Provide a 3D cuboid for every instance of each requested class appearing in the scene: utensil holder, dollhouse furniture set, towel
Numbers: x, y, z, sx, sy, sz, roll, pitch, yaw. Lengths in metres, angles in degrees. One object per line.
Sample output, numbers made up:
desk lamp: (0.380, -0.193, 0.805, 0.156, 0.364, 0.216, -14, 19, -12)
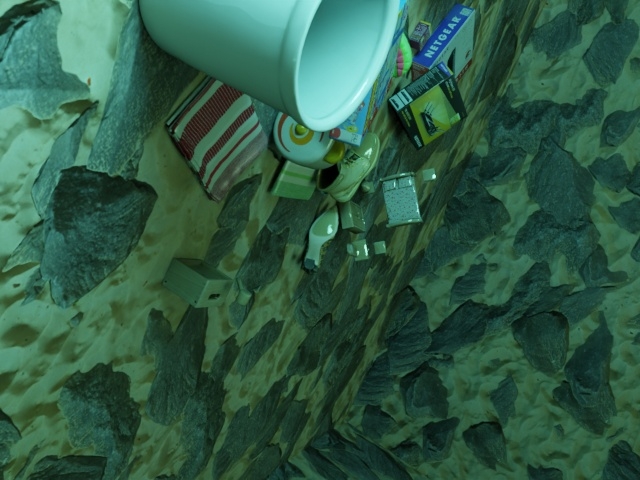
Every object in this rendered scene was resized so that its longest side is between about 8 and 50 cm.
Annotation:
utensil holder: (-0.097, -0.431, 1.190, 0.327, 0.385, 0.327, -44, 152, -32)
dollhouse furniture set: (0.266, -0.104, 2.347, 0.174, 0.356, 0.303, 20, 60, -68)
towel: (-0.240, -0.261, 1.544, 0.237, 0.037, 0.329, -54, 156, -17)
towel: (-0.030, -0.282, 1.955, 0.248, 0.038, 0.325, 2, 117, -64)

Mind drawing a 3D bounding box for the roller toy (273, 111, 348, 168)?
roller toy: (-0.026, -0.295, 1.737, 0.146, 0.191, 0.209, 3, 74, -65)

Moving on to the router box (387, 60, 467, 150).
router box: (0.413, -0.503, 2.382, 0.243, 0.081, 0.309, -35, 151, 9)

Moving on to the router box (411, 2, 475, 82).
router box: (0.480, -0.696, 2.456, 0.335, 0.082, 0.301, -53, 156, -16)

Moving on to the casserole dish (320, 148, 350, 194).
casserole dish: (0.044, -0.241, 2.150, 0.188, 0.037, 0.114, -50, 155, -21)

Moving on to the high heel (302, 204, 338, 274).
high heel: (0.000, 0.000, 2.319, 0.186, 0.093, 0.261, 89, 25, -80)

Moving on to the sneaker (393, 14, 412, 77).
sneaker: (0.149, -0.682, 1.733, 0.483, 0.185, 0.202, 78, 8, -46)

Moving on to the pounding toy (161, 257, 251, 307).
pounding toy: (-0.287, 0.137, 1.692, 0.094, 0.206, 0.181, -64, 157, 8)

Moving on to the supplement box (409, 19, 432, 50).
supplement box: (0.354, -0.723, 2.214, 0.083, 0.043, 0.055, -57, 157, -9)

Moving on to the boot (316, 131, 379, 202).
boot: (0.090, -0.259, 2.064, 0.262, 0.095, 0.203, -58, 157, 6)

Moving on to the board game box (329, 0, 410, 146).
board game box: (0.128, -0.451, 1.601, 0.308, 0.086, 0.302, 100, 12, -46)
